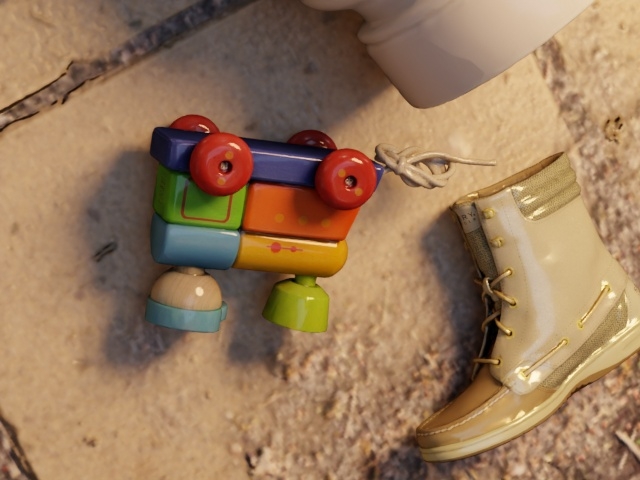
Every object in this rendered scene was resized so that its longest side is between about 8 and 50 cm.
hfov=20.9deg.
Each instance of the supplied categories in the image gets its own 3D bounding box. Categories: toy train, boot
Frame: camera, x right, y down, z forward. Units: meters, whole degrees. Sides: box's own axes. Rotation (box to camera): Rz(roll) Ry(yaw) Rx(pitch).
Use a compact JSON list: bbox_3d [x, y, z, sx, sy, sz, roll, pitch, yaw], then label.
[{"bbox_3d":[0.000,0.000,1.205,0.248,0.105,0.143,6,100,-19],"label":"toy train"},{"bbox_3d":[0.129,0.048,1.258,0.213,0.077,0.165,-32,102,-20],"label":"boot"}]

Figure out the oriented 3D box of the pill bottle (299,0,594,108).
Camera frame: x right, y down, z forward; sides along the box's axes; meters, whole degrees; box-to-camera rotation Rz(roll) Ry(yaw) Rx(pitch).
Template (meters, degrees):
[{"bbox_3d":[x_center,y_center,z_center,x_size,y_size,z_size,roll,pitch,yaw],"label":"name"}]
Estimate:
[{"bbox_3d":[0.019,-0.294,1.130,0.224,0.224,0.392,-42,104,-13],"label":"pill bottle"}]
